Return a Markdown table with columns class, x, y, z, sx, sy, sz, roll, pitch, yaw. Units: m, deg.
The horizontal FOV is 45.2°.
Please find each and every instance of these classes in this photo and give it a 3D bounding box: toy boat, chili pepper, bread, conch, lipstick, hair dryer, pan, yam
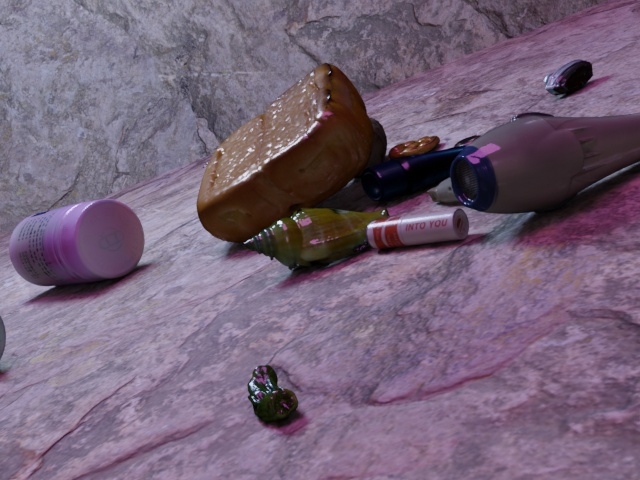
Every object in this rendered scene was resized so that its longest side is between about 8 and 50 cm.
| class | x | y | z | sx | sy | sz | roll | pitch | yaw |
| --- | --- | --- | --- | --- | --- | --- | --- | --- | --- |
| toy boat | 0.504 | -0.336 | 1.590 | 0.140 | 0.059 | 0.066 | -32 | 30 | -35 |
| chili pepper | -0.043 | 0.134 | 0.663 | 0.030 | 0.034 | 0.091 | 10 | 4 | -19 |
| bread | 0.188 | -0.185 | 1.539 | 0.110 | 0.024 | 0.110 | -18 | 15 | 5 |
| conch | -0.003 | -0.003 | 1.040 | 0.201 | 0.079 | 0.094 | -11 | 33 | 4 |
| lipstick | 0.119 | -0.013 | 0.958 | 0.131 | 0.038 | 0.038 | -8 | 19 | 41 |
| hair dryer | 0.294 | -0.103 | 0.979 | 0.296 | 0.118 | 0.298 | -14 | 1 | 0 |
| pan | 0.288 | -0.179 | 1.377 | 0.115 | 0.023 | 0.068 | -20 | 13 | 1 |
| bread | -0.059 | -0.141 | 1.362 | 0.328 | 0.148 | 0.337 | -37 | 22 | 15 |
| yam | 0.083 | -0.194 | 1.562 | 0.107 | 0.107 | 0.194 | -18 | 14 | 11 |

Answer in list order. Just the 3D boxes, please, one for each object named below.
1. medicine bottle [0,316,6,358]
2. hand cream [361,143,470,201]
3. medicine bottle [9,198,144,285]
| class | x | y | z | sx | sy | sz | roll | pitch | yaw |
| --- | --- | --- | --- | --- | --- | --- | --- | --- | --- |
| medicine bottle | -0.563 | 0.142 | 1.121 | 0.226 | 0.139 | 0.139 | -4 | 21 | 48 |
| hand cream | 0.203 | -0.126 | 1.260 | 0.271 | 0.061 | 0.120 | -17 | 6 | -17 |
| medicine bottle | -0.466 | 0.008 | 1.467 | 0.254 | 0.152 | 0.152 | -7 | 19 | 42 |
